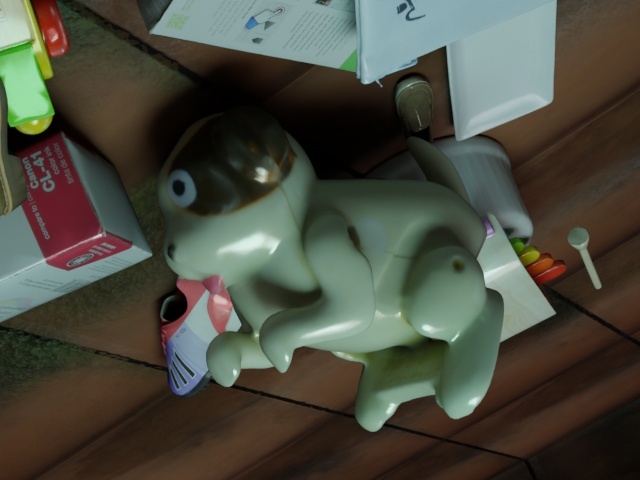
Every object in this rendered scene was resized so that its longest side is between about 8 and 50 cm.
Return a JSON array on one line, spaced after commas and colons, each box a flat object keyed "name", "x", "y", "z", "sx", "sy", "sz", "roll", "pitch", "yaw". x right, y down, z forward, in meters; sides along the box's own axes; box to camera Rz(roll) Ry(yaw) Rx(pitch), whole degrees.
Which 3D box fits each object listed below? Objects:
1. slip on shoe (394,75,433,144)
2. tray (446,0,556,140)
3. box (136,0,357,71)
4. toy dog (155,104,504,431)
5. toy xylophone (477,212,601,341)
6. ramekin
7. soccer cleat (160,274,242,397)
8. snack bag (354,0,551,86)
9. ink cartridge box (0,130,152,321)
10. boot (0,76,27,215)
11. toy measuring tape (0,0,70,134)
[{"name": "slip on shoe", "x": 0.125, "y": -0.161, "z": 1.505, "sx": 0.051, "sy": 0.041, "sz": 0.135, "roll": -19, "pitch": 152, "yaw": -7}, {"name": "tray", "x": 0.226, "y": -0.229, "z": 1.474, "sx": 0.145, "sy": 0.030, "sz": 0.270, "roll": -22, "pitch": 152, "yaw": -1}, {"name": "box", "x": 0.005, "y": -0.282, "z": 1.193, "sx": 0.322, "sy": 0.058, "sz": 0.232, "roll": 5, "pitch": 141, "yaw": -40}, {"name": "toy dog", "x": 0.000, "y": 0.000, "z": 1.373, "sx": 0.408, "sy": 0.395, "sz": 0.285, "roll": 27, "pitch": 165, "yaw": -21}, {"name": "toy xylophone", "x": 0.274, "y": 0.056, "z": 1.663, "sx": 0.236, "sy": 0.081, "sz": 0.322, "roll": -25, "pitch": 152, "yaw": 4}, {"name": "ramekin", "x": 0.172, "y": -0.016, "z": 1.696, "sx": 0.277, "sy": 0.135, "sz": 0.277, "roll": -17, "pitch": 151, "yaw": -10}, {"name": "soccer cleat", "x": -0.194, "y": 0.133, "z": 1.741, "sx": 0.117, "sy": 0.108, "sz": 0.318, "roll": 13, "pitch": 143, "yaw": -16}, {"name": "snack bag", "x": 0.166, "y": -0.337, "z": 1.144, "sx": 0.323, "sy": 0.037, "sz": 0.342, "roll": -25, "pitch": 143, "yaw": -14}, {"name": "ink cartridge box", "x": -0.367, "y": 0.013, "z": 1.287, "sx": 0.306, "sy": 0.131, "sz": 0.226, "roll": -23, "pitch": 173, "yaw": 1}, {"name": "boot", "x": -0.342, "y": -0.102, "z": 1.006, "sx": 0.115, "sy": 0.112, "sz": 0.305, "roll": -45, "pitch": 152, "yaw": -29}, {"name": "toy measuring tape", "x": -0.300, "y": -0.240, "z": 1.028, "sx": 0.121, "sy": 0.121, "sz": 0.330, "roll": -18, "pitch": 129, "yaw": -9}]
